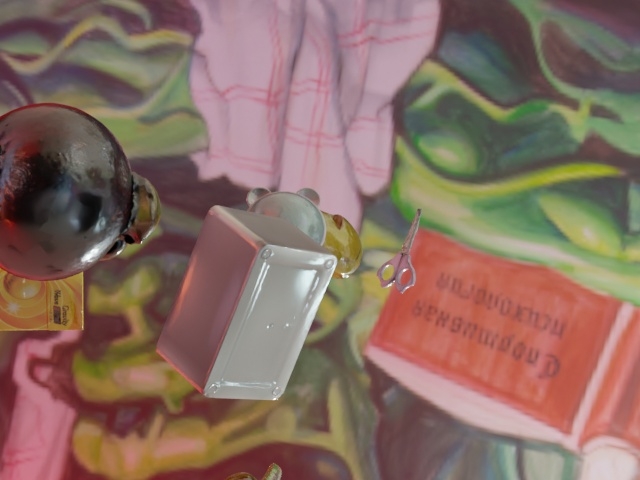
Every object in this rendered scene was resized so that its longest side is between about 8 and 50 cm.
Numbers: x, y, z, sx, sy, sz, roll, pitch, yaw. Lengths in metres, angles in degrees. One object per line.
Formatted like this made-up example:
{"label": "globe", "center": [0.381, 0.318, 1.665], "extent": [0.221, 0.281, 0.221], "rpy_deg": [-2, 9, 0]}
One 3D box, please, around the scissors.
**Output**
{"label": "scissors", "center": [0.206, 0.022, 2.459], "extent": [0.110, 0.212, 0.021], "rpy_deg": [12, 165, 39]}

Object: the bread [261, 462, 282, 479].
{"label": "bread", "center": [-0.135, 0.524, 1.956], "extent": [0.033, 0.228, 0.228], "rpy_deg": [32, -178, 4]}

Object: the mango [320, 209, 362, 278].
{"label": "mango", "center": [0.000, 0.000, 2.544], "extent": [0.130, 0.167, 0.262], "rpy_deg": [-16, 154, 38]}

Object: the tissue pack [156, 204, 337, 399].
{"label": "tissue pack", "center": [-0.107, 0.095, 1.503], "extent": [0.159, 0.246, 0.136], "rpy_deg": [11, -164, -44]}

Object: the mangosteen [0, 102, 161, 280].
{"label": "mangosteen", "center": [-0.440, -0.077, 1.753], "extent": [0.307, 0.307, 0.347], "rpy_deg": [10, 172, 39]}

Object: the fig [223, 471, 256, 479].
{"label": "fig", "center": [-0.128, 0.349, 1.429], "extent": [0.083, 0.050, 0.050], "rpy_deg": [4, -178, -19]}

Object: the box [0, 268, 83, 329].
{"label": "box", "center": [-0.609, 0.106, 2.041], "extent": [0.269, 0.152, 0.043], "rpy_deg": [1, -155, -12]}

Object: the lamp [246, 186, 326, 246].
{"label": "lamp", "center": [-0.077, -0.003, 2.178], "extent": [0.179, 0.246, 0.108], "rpy_deg": [-1, 160, -2]}
